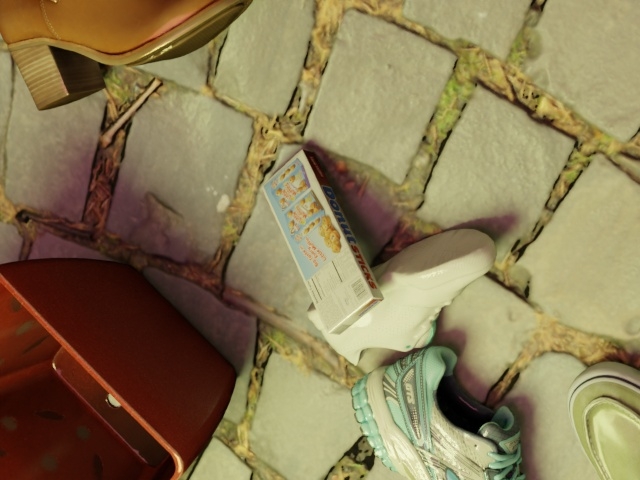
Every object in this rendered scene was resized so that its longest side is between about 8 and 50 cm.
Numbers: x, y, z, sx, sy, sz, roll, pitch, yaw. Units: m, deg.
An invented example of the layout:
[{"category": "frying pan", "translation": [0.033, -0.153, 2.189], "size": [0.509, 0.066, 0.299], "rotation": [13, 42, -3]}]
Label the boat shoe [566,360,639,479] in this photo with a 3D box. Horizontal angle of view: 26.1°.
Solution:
[{"category": "boat shoe", "translation": [0.329, 0.247, 1.259], "size": [0.109, 0.094, 0.302], "rotation": [-38, 88, 28]}]

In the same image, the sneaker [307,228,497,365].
[{"category": "sneaker", "translation": [0.093, 0.061, 1.333], "size": [0.212, 0.080, 0.094], "rotation": [-25, 106, 35]}]

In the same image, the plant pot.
[{"category": "plant pot", "translation": [-0.244, 0.170, 1.417], "size": [0.267, 0.236, 0.267], "rotation": [44, 117, 6]}]

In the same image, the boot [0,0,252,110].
[{"category": "boot", "translation": [-0.213, -0.273, 1.362], "size": [0.283, 0.109, 0.220], "rotation": [-17, 93, 35]}]

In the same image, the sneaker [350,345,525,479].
[{"category": "sneaker", "translation": [0.150, 0.229, 1.330], "size": [0.122, 0.110, 0.283], "rotation": [-37, 88, 25]}]

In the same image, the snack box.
[{"category": "snack box", "translation": [0.000, 0.000, 1.333], "size": [0.064, 0.022, 0.178], "rotation": [-41, 59, 29]}]
